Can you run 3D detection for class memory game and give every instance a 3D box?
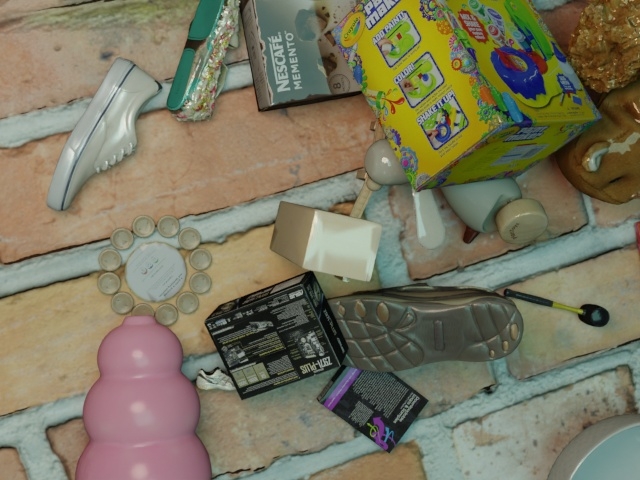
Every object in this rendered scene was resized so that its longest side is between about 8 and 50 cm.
[{"bbox_3d":[-0.265,0.048,1.400,0.186,0.012,0.186,-1,95,-14],"label":"memory game"}]

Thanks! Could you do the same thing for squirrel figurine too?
[{"bbox_3d":[0.531,-0.262,1.437,0.370,0.281,0.397,-34,114,7],"label":"squirrel figurine"}]

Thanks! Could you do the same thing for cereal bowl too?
[{"bbox_3d":[0.544,0.466,1.558,0.339,0.141,0.338,-1,95,-12],"label":"cereal bowl"}]

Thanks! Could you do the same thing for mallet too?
[{"bbox_3d":[0.418,0.115,1.557,0.190,0.062,0.039,15,90,1],"label":"mallet"}]

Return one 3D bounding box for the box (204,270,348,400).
[{"bbox_3d":[-0.069,0.151,1.386,0.180,0.077,0.147,-22,100,17],"label":"box"}]

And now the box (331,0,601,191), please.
[{"bbox_3d":[0.218,-0.245,1.292,0.290,0.177,0.279,-12,70,-47],"label":"box"}]

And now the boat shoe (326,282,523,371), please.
[{"bbox_3d":[0.153,0.139,1.449,0.356,0.130,0.132,2,104,8],"label":"boat shoe"}]

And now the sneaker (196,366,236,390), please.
[{"bbox_3d":[-0.162,0.226,1.429,0.083,0.032,0.036,1,95,-14],"label":"sneaker"}]

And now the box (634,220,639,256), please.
[{"bbox_3d":[0.744,0.012,1.563,0.300,0.142,0.154,-14,98,-11],"label":"box"}]

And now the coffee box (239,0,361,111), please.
[{"bbox_3d":[-0.037,-0.363,1.361,0.168,0.119,0.297,-11,97,-13],"label":"coffee box"}]

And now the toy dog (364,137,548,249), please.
[{"bbox_3d":[0.201,-0.072,1.421,0.334,0.220,0.161,26,126,-14],"label":"toy dog"}]

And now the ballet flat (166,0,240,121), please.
[{"bbox_3d":[-0.173,-0.297,1.367,0.077,0.091,0.240,18,96,-44],"label":"ballet flat"}]

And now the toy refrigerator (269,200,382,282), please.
[{"bbox_3d":[0.000,0.000,1.325,0.102,0.269,0.094,12,92,-15],"label":"toy refrigerator"}]

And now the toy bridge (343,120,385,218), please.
[{"bbox_3d":[0.078,-0.106,1.439,0.026,0.063,0.188,17,90,-14],"label":"toy bridge"}]

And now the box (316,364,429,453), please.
[{"bbox_3d":[0.091,0.274,1.494,0.162,0.029,0.116,39,87,-12],"label":"box"}]

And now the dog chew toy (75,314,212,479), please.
[{"bbox_3d":[-0.273,0.281,1.330,0.207,0.206,0.331,-2,88,-13],"label":"dog chew toy"}]

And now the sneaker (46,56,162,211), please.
[{"bbox_3d":[-0.328,-0.151,1.325,0.091,0.094,0.258,28,87,-9],"label":"sneaker"}]
